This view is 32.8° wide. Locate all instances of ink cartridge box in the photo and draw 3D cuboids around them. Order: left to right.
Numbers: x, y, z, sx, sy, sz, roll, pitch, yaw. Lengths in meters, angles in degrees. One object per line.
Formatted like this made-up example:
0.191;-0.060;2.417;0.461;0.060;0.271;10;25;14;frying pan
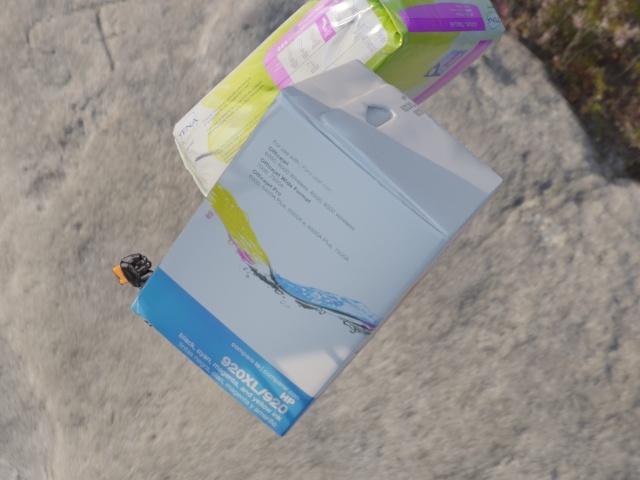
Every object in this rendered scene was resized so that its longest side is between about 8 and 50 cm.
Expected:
0.000;0.000;0.887;0.168;0.232;0.171;41;28;5;ink cartridge box

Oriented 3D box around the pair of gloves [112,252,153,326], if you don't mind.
-0.169;0.051;1.070;0.010;0.074;0.083;-34;97;-36;pair of gloves

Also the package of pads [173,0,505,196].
0.015;-0.159;1.117;0.229;0.296;0.101;-17;74;-54;package of pads
